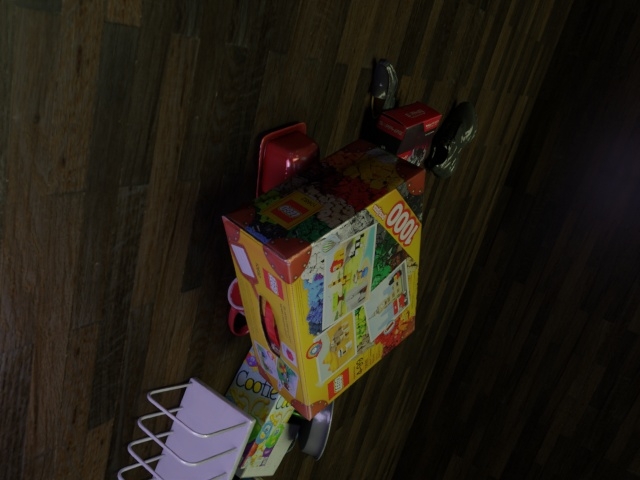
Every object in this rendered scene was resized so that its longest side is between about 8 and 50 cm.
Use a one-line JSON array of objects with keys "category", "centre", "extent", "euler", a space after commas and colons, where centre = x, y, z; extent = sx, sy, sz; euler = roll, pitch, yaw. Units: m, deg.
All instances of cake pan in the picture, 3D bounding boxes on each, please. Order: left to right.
[{"category": "cake pan", "centre": [-0.016, 0.526, 1.763], "extent": [0.293, 0.054, 0.293], "euler": [-169, -90, -81]}]

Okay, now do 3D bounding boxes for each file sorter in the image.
[{"category": "file sorter", "centre": [-0.309, 0.477, 1.232], "extent": [0.173, 0.193, 0.277], "euler": [8, 106, -60]}]

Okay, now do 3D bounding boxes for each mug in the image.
[{"category": "mug", "centre": [-0.149, 0.164, 1.343], "extent": [0.150, 0.113, 0.169], "euler": [-60, 150, -13]}]

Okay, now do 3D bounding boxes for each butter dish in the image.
[{"category": "butter dish", "centre": [-0.051, -0.156, 1.226], "extent": [0.160, 0.118, 0.159], "euler": [-31, 138, -48]}]

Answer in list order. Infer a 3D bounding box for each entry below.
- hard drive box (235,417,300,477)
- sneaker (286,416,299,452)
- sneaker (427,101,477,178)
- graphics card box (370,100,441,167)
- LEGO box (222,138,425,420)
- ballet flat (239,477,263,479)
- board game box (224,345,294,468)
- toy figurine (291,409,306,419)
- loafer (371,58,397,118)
[{"category": "hard drive box", "centre": [-0.175, 0.605, 1.702], "extent": [0.181, 0.089, 0.232], "euler": [-60, 154, -10]}, {"category": "sneaker", "centre": [-0.095, 0.622, 1.912], "extent": [0.209, 0.069, 0.082], "euler": [-55, -174, -38]}, {"category": "sneaker", "centre": [0.470, -0.363, 2.028], "extent": [0.130, 0.109, 0.286], "euler": [11, 101, -57]}, {"category": "graphics card box", "centre": [0.202, -0.200, 1.633], "extent": [0.233, 0.094, 0.370], "euler": [-30, 147, -51]}, {"category": "LEGO box", "centre": [0.029, 0.089, 1.241], "extent": [0.373, 0.193, 0.500], "euler": [-34, 139, -28]}, {"category": "ballet flat", "centre": [-0.216, 0.778, 1.763], "extent": [0.086, 0.086, 0.248], "euler": [-32, 156, -47]}, {"category": "board game box", "centre": [-0.166, 0.442, 1.514], "extent": [0.275, 0.144, 0.142], "euler": [-62, 153, -7]}, {"category": "toy figurine", "centre": [-0.091, 0.440, 1.726], "extent": [0.173, 0.130, 0.159], "euler": [37, 64, -39]}, {"category": "loafer", "centre": [0.161, -0.390, 1.478], "extent": [0.061, 0.062, 0.170], "euler": [-46, 148, -27]}]
